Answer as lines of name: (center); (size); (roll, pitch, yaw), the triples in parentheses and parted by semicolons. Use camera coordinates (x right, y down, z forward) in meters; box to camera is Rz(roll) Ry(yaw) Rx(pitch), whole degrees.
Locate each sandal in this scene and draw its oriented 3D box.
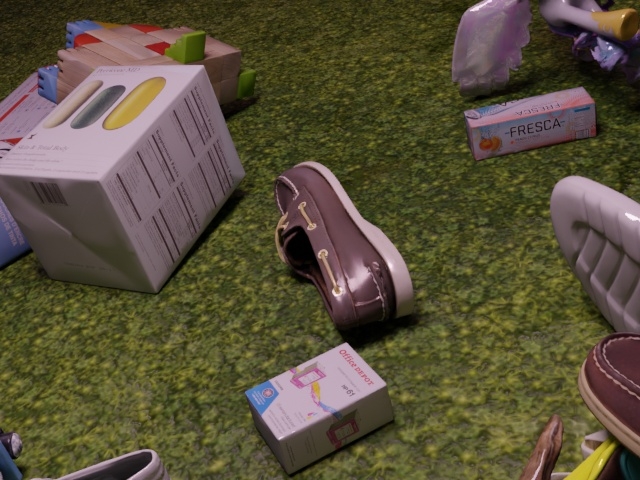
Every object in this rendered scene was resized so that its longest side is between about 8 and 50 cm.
sandal: (0.371, 0.070, 0.794); (0.102, 0.169, 0.416); (-27, 46, -16)

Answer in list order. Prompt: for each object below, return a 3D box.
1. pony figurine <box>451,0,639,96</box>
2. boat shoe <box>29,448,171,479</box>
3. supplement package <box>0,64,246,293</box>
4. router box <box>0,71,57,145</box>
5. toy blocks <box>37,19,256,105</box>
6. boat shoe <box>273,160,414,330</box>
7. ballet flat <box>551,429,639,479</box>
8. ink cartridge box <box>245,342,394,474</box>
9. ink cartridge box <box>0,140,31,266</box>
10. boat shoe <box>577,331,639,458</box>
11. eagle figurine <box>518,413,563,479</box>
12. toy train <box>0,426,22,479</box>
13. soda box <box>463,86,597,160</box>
pony figurine: (0.367, -0.374, 1.329); (0.303, 0.351, 0.363); (-26, 38, -18)
boat shoe: (-0.242, 0.241, 0.774); (0.226, 0.075, 0.083); (-20, 29, -18)
supplement package: (-0.273, -0.094, 1.233); (0.199, 0.198, 0.262); (5, 44, 28)
router box: (-0.473, -0.239, 1.682); (0.301, 0.082, 0.335); (-4, 33, 15)
toy blocks: (-0.333, -0.302, 1.529); (0.261, 0.190, 0.381); (28, 34, 28)
boat shoe: (0.000, 0.000, 1.090); (0.097, 0.116, 0.324); (-19, 37, -15)
ballet flat: (0.231, 0.199, 0.725); (0.231, 0.077, 0.077); (-32, 19, -24)
ink cartridge box: (-0.001, 0.165, 0.882); (0.122, 0.052, 0.088); (-23, 32, -18)
ink cartridge box: (-0.587, -0.040, 1.342); (0.270, 0.151, 0.395); (19, 45, 41)
boat shoe: (0.340, 0.127, 0.614); (0.123, 0.123, 0.342); (-24, 34, -30)
eagle figurine: (0.220, 0.282, 0.527); (0.298, 0.225, 0.226); (31, 91, 12)
toy train: (-0.395, 0.244, 0.889); (0.184, 0.080, 0.105); (-12, 40, -1)
soda box: (0.308, -0.173, 1.297); (0.183, 0.058, 0.063); (-11, 31, 3)
